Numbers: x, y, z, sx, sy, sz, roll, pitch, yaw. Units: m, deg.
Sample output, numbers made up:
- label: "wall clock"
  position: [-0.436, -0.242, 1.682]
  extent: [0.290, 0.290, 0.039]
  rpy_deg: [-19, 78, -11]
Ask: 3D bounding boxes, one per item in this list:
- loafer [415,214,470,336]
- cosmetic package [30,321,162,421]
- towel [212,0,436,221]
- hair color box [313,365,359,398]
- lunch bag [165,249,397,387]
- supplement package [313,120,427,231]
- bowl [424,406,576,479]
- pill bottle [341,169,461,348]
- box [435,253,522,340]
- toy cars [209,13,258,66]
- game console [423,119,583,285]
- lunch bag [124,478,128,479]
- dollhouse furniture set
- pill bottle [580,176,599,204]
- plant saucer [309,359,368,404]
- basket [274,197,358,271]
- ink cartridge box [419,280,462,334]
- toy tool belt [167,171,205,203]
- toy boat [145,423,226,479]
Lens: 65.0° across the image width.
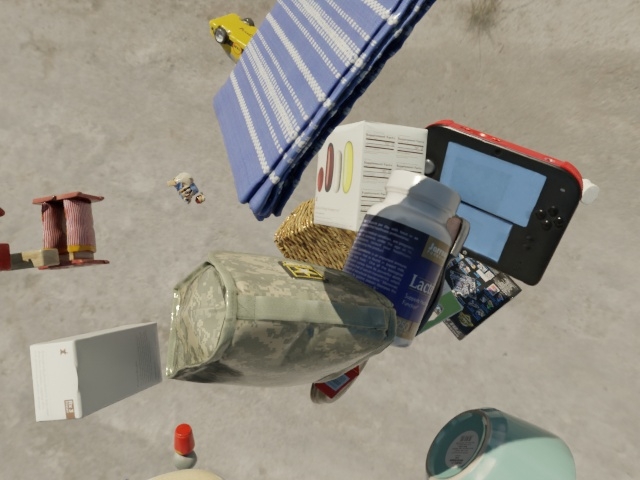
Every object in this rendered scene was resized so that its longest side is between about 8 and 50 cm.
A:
- label: "loafer"
  position: [0.204, 0.058, 1.033]
  extent: [0.095, 0.109, 0.303]
  rpy_deg: [37, 68, -13]
- label: "cosmetic package"
  position: [-0.359, 0.207, 0.832]
  extent: [0.085, 0.231, 0.118]
  rpy_deg: [-9, 85, 13]
- label: "towel"
  position: [0.014, -0.201, 0.451]
  extent: [0.040, 0.243, 0.336]
  rpy_deg: [26, 115, -35]
- label: "hair color box"
  position: [0.028, 0.201, 0.881]
  extent: [0.043, 0.141, 0.072]
  rpy_deg: [40, 108, -14]
- label: "lunch bag"
  position: [-0.064, 0.111, 0.696]
  extent: [0.235, 0.287, 0.169]
  rpy_deg: [11, 67, -28]
- label: "supplement package"
  position: [0.095, -0.124, 1.023]
  extent: [0.149, 0.194, 0.203]
  rpy_deg: [2, 95, -26]
- label: "bowl"
  position: [0.334, 0.469, 1.032]
  extent: [0.163, 0.311, 0.311]
  rpy_deg: [43, 99, -4]
- label: "pill bottle"
  position: [0.125, 0.029, 0.833]
  extent: [0.153, 0.153, 0.265]
  rpy_deg: [22, 89, 9]
- label: "box"
  position: [0.505, 0.154, 1.783]
  extent: [0.293, 0.073, 0.296]
  rpy_deg: [-32, 69, -20]
- label: "toy cars"
  position: [-0.062, -0.418, 1.163]
  extent: [0.393, 0.087, 0.177]
  rpy_deg: [7, 51, -11]
- label: "game console"
  position: [0.392, -0.089, 1.216]
  extent: [0.386, 0.060, 0.342]
  rpy_deg: [28, 134, 24]
- label: "lunch bag"
  position: [-0.398, 0.534, 1.011]
  extent: [0.067, 0.065, 0.099]
  rpy_deg: [48, 138, 30]
- label: "dollhouse furniture set"
  position: [-0.717, -0.023, 1.272]
  extent: [0.152, 0.374, 0.202]
  rpy_deg: [-7, 88, 11]
- label: "pill bottle"
  position: [0.810, -0.169, 1.602]
  extent: [0.078, 0.137, 0.078]
  rpy_deg: [-9, 119, -16]
- label: "plant saucer"
  position: [0.073, 0.321, 1.334]
  extent: [0.041, 0.278, 0.278]
  rpy_deg: [30, 98, 25]
- label: "basket"
  position: [0.000, 0.000, 1.859]
  extent: [0.223, 0.214, 0.299]
  rpy_deg: [-27, 118, 23]
- label: "ink cartridge box"
  position: [0.271, 0.126, 1.396]
  extent: [0.171, 0.056, 0.235]
  rpy_deg: [-37, 70, 24]
- label: "toy tool belt"
  position: [-0.302, -0.108, 1.124]
  extent: [0.051, 0.052, 0.083]
  rpy_deg: [-43, 113, -29]
- label: "toy boat"
  position: [-0.348, 0.631, 1.276]
  extent: [0.267, 0.318, 0.148]
  rpy_deg: [-1, 118, -12]
